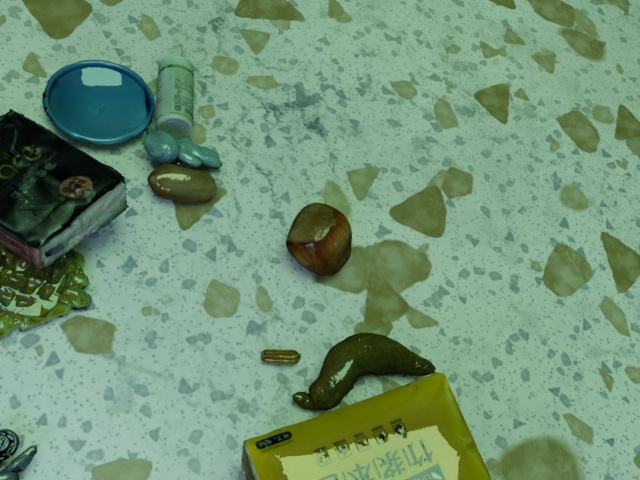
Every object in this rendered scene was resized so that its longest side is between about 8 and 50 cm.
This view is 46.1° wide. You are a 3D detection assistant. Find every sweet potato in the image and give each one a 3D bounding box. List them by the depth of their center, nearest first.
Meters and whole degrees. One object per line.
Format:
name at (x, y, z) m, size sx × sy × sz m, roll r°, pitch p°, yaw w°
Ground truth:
sweet potato at (0.081, 0.250, 1.512) m, size 0.310 × 0.098 × 0.124 m, roll -14°, pitch 86°, yaw -27°

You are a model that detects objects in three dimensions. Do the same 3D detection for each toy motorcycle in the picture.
toy motorcycle at (-0.543, 0.407, 1.227) m, size 0.124 × 0.061 × 0.193 m, roll 33°, pitch 61°, yaw 10°

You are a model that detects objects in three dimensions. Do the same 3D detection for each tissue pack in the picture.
tissue pack at (0.085, 0.433, 1.294) m, size 0.382 × 0.228 × 0.293 m, roll -15°, pitch 65°, yaw -17°
tissue pack at (-0.572, -0.103, 1.455) m, size 0.332 × 0.123 × 0.245 m, roll 28°, pitch 51°, yaw 19°

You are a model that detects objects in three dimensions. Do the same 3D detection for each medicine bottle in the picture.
medicine bottle at (-0.334, -0.329, 1.732) m, size 0.086 × 0.086 × 0.183 m, roll 5°, pitch 58°, yaw -16°

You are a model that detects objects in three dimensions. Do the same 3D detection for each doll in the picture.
doll at (-0.312, -0.189, 1.673) m, size 0.180 × 0.075 × 0.120 m, roll 22°, pitch 20°, yaw -32°

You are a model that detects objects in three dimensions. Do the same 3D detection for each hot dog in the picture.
hot dog at (-0.080, 0.235, 1.512) m, size 0.083 × 0.021 × 0.037 m, roll 7°, pitch 37°, yaw -11°

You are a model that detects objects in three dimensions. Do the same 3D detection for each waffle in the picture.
waffle at (-0.559, 0.066, 1.434) m, size 0.223 × 0.054 × 0.204 m, roll -21°, pitch 68°, yaw -28°

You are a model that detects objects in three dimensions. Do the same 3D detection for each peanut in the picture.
peanut at (-0.298, -0.122, 1.626) m, size 0.152 × 0.076 × 0.076 m, roll 7°, pitch 58°, yaw -20°

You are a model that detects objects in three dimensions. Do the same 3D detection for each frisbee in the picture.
frisbee at (-0.495, -0.305, 1.688) m, size 0.242 × 0.045 × 0.242 m, roll 8°, pitch 59°, yaw -14°

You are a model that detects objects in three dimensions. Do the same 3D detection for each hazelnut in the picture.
hazelnut at (0.000, 0.000, 1.627) m, size 0.150 × 0.150 × 0.150 m, roll 8°, pitch 58°, yaw -14°
